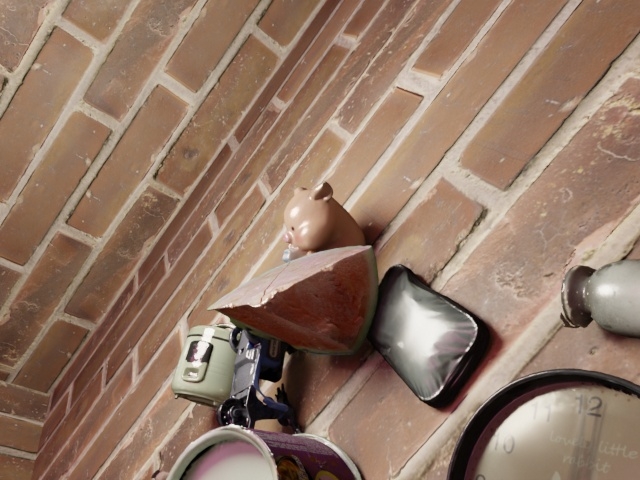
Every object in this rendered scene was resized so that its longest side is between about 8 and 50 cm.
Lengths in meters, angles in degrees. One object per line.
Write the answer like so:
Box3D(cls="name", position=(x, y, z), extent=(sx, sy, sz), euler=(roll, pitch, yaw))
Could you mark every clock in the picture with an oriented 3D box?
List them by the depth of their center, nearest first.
Box3D(cls="clock", position=(0.333, 0.356, 0.631), extent=(0.386, 0.076, 0.386), euler=(-36, 38, 33))

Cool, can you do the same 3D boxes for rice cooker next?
Box3D(cls="rice cooker", position=(-0.302, 0.359, 1.416), extent=(0.226, 0.226, 0.244), euler=(-20, 45, 46))

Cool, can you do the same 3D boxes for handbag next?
Box3D(cls="handbag", position=(0.189, 0.179, 1.012), extent=(0.191, 0.075, 0.332), euler=(-59, 33, 6))

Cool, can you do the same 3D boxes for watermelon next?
Box3D(cls="watermelon", position=(-0.039, 0.168, 1.115), extent=(0.319, 0.222, 0.292), euler=(-28, 6, -30))

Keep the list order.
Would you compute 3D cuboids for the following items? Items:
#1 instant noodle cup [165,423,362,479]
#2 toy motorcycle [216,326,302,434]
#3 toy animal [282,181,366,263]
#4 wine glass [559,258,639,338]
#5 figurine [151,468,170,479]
Box3D(cls="instant noodle cup", position=(-0.108, 0.493, 0.875), extent=(0.340, 0.266, 0.340), euler=(-16, 52, 21))
Box3D(cls="toy motorcycle", position=(-0.133, 0.332, 1.213), extent=(0.125, 0.212, 0.358), euler=(-39, 32, 40))
Box3D(cls="toy animal", position=(-0.004, -0.002, 1.285), extent=(0.213, 0.256, 0.195), euler=(-48, 21, -14))
Box3D(cls="wine glass", position=(0.449, 0.081, 0.675), extent=(0.204, 0.111, 0.111), euler=(-7, 57, 57))
Box3D(cls="figurine", position=(-0.381, 0.768, 1.172), extent=(0.211, 0.253, 0.361), euler=(20, 80, 14))
